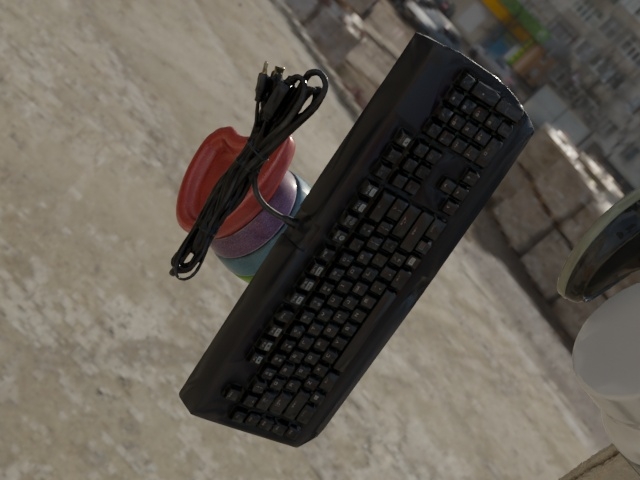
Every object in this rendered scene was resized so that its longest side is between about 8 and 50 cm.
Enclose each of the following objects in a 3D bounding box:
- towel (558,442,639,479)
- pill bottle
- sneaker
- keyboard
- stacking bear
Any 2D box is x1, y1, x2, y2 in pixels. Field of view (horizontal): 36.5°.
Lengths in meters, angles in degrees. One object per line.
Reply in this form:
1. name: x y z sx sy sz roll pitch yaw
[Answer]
1. towel: 0.461 0.365 1.427 0.187 0.282 0.049 28 40 -17
2. pill bottle: 0.366 0.177 0.908 0.283 0.161 0.161 47 15 -25
3. sneaker: 0.338 0.006 0.921 0.118 0.222 0.083 50 -5 30
4. keyboard: 0.000 0.000 0.678 0.201 0.317 0.033 26 14 -27
5. stacking bear: -0.039 0.000 1.285 0.175 0.164 0.289 7 -28 47
